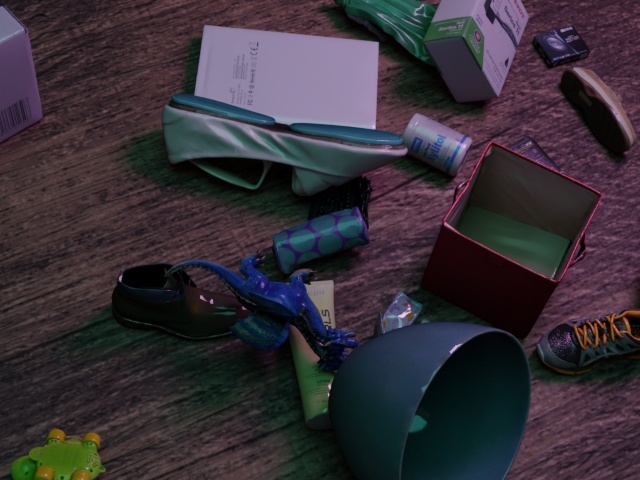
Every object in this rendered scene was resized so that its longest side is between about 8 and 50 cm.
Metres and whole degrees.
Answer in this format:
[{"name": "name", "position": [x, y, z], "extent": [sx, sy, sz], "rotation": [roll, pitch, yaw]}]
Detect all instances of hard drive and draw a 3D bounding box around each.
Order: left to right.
[{"name": "hard drive", "position": [-0.057, -0.271, 1.921], "extent": [0.308, 0.040, 0.203], "rotation": [6, 59, -3]}]

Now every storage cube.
[{"name": "storage cube", "position": [0.288, 0.004, 1.705], "extent": [0.215, 0.193, 0.183], "rotation": [28, 60, 9]}]

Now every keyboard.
[{"name": "keyboard", "position": [0.039, -0.084, 1.821], "extent": [0.100, 0.038, 0.192], "rotation": [10, 60, 0]}]

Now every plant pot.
[{"name": "plant pot", "position": [0.125, 0.233, 1.528], "extent": [0.195, 0.290, 0.290], "rotation": [18, 54, 39]}]

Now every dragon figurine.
[{"name": "dragon figurine", "position": [-0.077, 0.095, 1.588], "extent": [0.289, 0.085, 0.144], "rotation": [19, 33, -15]}]

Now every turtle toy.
[{"name": "turtle toy", "position": [-0.358, 0.311, 1.523], "extent": [0.130, 0.066, 0.095], "rotation": [5, 36, 0]}]

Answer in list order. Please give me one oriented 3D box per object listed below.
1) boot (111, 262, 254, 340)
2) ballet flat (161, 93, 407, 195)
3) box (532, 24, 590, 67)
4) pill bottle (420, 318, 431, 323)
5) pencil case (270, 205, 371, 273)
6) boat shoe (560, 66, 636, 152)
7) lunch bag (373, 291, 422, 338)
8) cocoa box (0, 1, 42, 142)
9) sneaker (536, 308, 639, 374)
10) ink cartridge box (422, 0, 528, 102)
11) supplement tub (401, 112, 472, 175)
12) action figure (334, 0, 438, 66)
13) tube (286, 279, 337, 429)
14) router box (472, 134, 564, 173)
[{"name": "boot", "position": [-0.201, 0.090, 1.650], "extent": [0.219, 0.106, 0.082], "rotation": [3, 59, -4]}, {"name": "ballet flat", "position": [-0.064, -0.140, 1.798], "extent": [0.400, 0.139, 0.139], "rotation": [11, 59, 6]}, {"name": "box", "position": [0.439, -0.354, 2.036], "extent": [0.083, 0.018, 0.067], "rotation": [-17, 63, -15]}, {"name": "pill bottle", "position": [0.195, 0.168, 1.669], "extent": [0.120, 0.067, 0.067], "rotation": [31, 61, 12]}, {"name": "pencil case", "position": [0.000, 0.000, 1.740], "extent": [0.152, 0.070, 0.064], "rotation": [-19, 32, -5]}, {"name": "boat shoe", "position": [0.501, -0.236, 1.949], "extent": [0.072, 0.068, 0.190], "rotation": [-14, 61, -27]}, {"name": "lunch bag", "position": [0.109, 0.129, 1.681], "extent": [0.053, 0.071, 0.083], "rotation": [31, 62, 10]}, {"name": "cocoa box", "position": [-0.648, -0.245, 1.728], "extent": [0.347, 0.231, 0.228], "rotation": [-35, 68, -23]}, {"name": "sneaker", "position": [0.433, 0.144, 1.702], "extent": [0.215, 0.083, 0.084], "rotation": [-11, 62, -11]}, {"name": "ink cartridge box", "position": [0.273, -0.368, 1.941], "extent": [0.087, 0.153, 0.208], "rotation": [-3, 50, 37]}, {"name": "supplement tub", "position": [0.193, -0.160, 1.864], "extent": [0.107, 0.071, 0.071], "rotation": [26, 60, 10]}, {"name": "action figure", "position": [0.127, -0.402, 2.005], "extent": [0.232, 0.063, 0.137], "rotation": [25, 62, 4]}, {"name": "tube", "position": [-0.010, 0.161, 1.659], "extent": [0.070, 0.062, 0.240], "rotation": [28, 41, -41]}, {"name": "router box", "position": [0.330, -0.111, 1.868], "extent": [0.122, 0.038, 0.092], "rotation": [-28, 65, -20]}]
